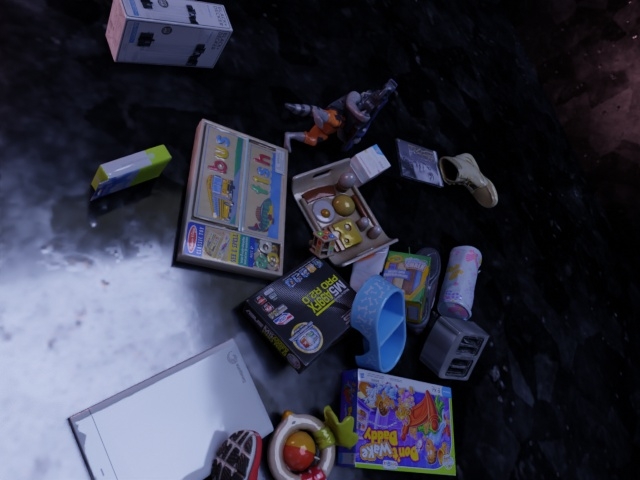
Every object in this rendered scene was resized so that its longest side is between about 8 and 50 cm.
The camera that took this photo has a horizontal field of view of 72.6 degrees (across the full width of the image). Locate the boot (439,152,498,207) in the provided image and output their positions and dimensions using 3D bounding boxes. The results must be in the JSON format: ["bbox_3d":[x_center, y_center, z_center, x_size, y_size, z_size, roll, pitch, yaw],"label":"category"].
[{"bbox_3d":[0.601,-0.238,1.775,0.203,0.095,0.262,-14,74,-45],"label":"boot"}]

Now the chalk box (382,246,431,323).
[{"bbox_3d":[0.263,0.122,1.328,0.132,0.132,0.213,73,32,-51],"label":"chalk box"}]

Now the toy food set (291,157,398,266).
[{"bbox_3d":[0.076,-0.089,1.312,0.220,0.092,0.306,-24,78,-28],"label":"toy food set"}]

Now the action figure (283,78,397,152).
[{"bbox_3d":[0.071,-0.408,1.345,0.330,0.341,0.178,-30,82,-37],"label":"action figure"}]

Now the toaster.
[{"bbox_3d":[0.407,0.327,1.342,0.186,0.110,0.168,15,102,-29],"label":"toaster"}]

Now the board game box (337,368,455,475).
[{"bbox_3d":[0.214,0.500,1.190,0.347,0.078,0.233,19,59,-27],"label":"board game box"}]

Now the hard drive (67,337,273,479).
[{"bbox_3d":[-0.291,0.385,0.909,0.353,0.047,0.233,-21,82,-40],"label":"hard drive"}]

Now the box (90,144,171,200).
[{"bbox_3d":[-0.444,-0.157,1.006,0.178,0.109,0.042,-33,94,-40],"label":"box"}]

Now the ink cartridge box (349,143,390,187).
[{"bbox_3d":[0.147,-0.247,1.475,0.143,0.090,0.092,-32,90,-39],"label":"ink cartridge box"}]

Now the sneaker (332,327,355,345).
[{"bbox_3d":[0.037,0.241,1.206,0.188,0.066,0.071,-19,60,-40],"label":"sneaker"}]

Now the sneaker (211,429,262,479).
[{"bbox_3d":[-0.156,0.517,0.887,0.118,0.107,0.279,11,90,-42],"label":"sneaker"}]

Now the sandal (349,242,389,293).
[{"bbox_3d":[0.139,0.091,1.320,0.102,0.076,0.265,11,42,13],"label":"sandal"}]

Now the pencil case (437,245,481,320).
[{"bbox_3d":[0.489,0.147,1.523,0.124,0.113,0.273,53,47,-30],"label":"pencil case"}]

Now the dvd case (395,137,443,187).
[{"bbox_3d":[0.392,-0.304,1.719,0.221,0.018,0.164,10,64,-32],"label":"dvd case"}]

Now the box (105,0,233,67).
[{"bbox_3d":[-0.405,-0.563,1.180,0.290,0.169,0.087,-14,78,-39],"label":"box"}]

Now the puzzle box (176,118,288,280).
[{"bbox_3d":[-0.223,-0.112,1.179,0.272,0.052,0.409,14,62,-29],"label":"puzzle box"}]

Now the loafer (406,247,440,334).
[{"bbox_3d":[0.329,0.164,1.429,0.095,0.109,0.302,71,32,-49],"label":"loafer"}]

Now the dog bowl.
[{"bbox_3d":[0.163,0.233,1.169,0.166,0.074,0.297,-38,132,-37],"label":"dog bowl"}]

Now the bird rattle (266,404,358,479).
[{"bbox_3d":[-0.029,0.510,1.019,0.207,0.143,0.253,26,69,-10],"label":"bird rattle"}]

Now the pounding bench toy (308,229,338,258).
[{"bbox_3d":[0.000,0.000,1.223,0.052,0.065,0.083,-12,36,-38],"label":"pounding bench toy"}]

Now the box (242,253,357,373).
[{"bbox_3d":[-0.031,0.178,1.135,0.216,0.060,0.270,44,49,15],"label":"box"}]
